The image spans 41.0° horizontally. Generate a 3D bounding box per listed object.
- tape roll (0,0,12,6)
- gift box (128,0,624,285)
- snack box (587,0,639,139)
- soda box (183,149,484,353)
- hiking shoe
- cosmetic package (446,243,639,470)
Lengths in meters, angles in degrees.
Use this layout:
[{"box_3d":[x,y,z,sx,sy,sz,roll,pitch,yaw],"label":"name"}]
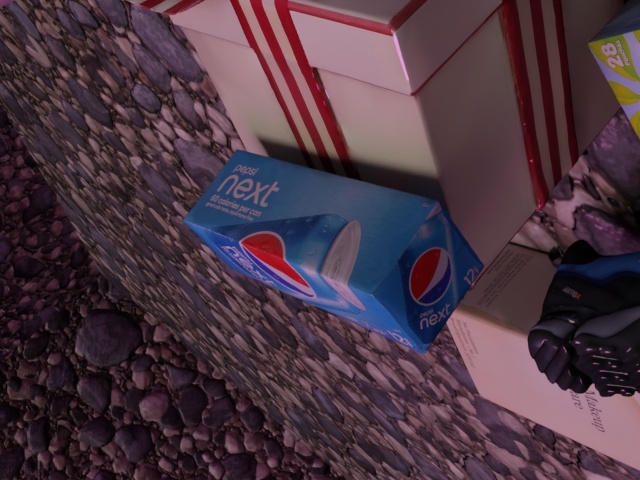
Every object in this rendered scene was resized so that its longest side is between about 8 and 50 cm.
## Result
[{"box_3d":[-0.097,-0.265,0.477,0.072,0.392,0.392,51,158,-14],"label":"tape roll"},{"box_3d":[0.039,-0.157,0.607,0.276,0.255,0.258,21,150,36],"label":"gift box"},{"box_3d":[0.294,-0.072,0.535,0.207,0.070,0.174,55,156,-19],"label":"snack box"},{"box_3d":[0.000,0.000,0.573,0.210,0.071,0.067,19,157,49],"label":"soda box"},{"box_3d":[0.315,0.050,0.656,0.303,0.132,0.113,2,145,28],"label":"hiking shoe"},{"box_3d":[0.283,0.122,0.841,0.309,0.113,0.160,20,146,50],"label":"cosmetic package"}]
